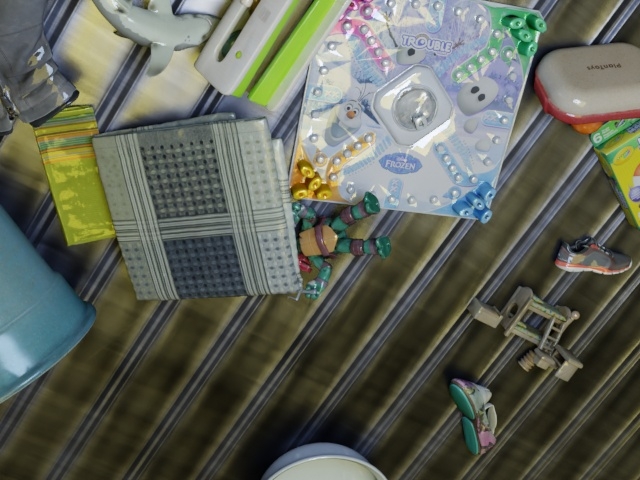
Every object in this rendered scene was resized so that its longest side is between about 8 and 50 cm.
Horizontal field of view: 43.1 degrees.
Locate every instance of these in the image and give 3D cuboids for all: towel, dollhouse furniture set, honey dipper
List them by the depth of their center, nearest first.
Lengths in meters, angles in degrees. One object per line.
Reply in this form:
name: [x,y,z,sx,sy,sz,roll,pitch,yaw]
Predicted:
towel: [-0.406,-0.106,1.358,0.102,0.021,0.237,-10,116,-6]
towel: [-0.200,-0.051,1.359,0.312,0.056,0.324,-4,115,12]
dollhouse furniture set: [0.408,0.163,1.564,0.182,0.161,0.101,25,107,-22]
honey dipper: [0.474,0.205,1.670,0.030,0.030,0.161,39,101,-24]

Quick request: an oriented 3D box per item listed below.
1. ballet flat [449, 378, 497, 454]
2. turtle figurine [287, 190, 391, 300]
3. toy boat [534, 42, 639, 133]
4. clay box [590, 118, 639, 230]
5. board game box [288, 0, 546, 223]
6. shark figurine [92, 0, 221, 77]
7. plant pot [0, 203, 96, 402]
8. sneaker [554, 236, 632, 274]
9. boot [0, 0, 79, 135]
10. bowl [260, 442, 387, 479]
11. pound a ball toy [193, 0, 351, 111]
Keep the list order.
ballet flat: [0.326,0.354,1.692,0.079,0.077,0.222,-31,123,-17]
turtle figurine: [0.000,0.000,1.426,0.234,0.118,0.175,-16,108,24]
toy boat: [0.484,-0.248,1.422,0.231,0.151,0.151,-7,146,-7]
clay box: [0.608,-0.140,1.526,0.127,0.053,0.222,-33,117,4]
board game box: [0.164,-0.228,1.399,0.389,0.050,0.390,6,113,-13]
shark figurine: [-0.302,-0.352,1.228,0.278,0.116,0.166,36,69,-31]
plant pot: [-0.582,0.062,1.250,0.341,0.341,0.334,-27,108,2]
sneaker: [0.540,0.027,1.587,0.157,0.061,0.065,0,108,-12]
boot: [-0.421,-0.298,1.196,0.338,0.118,0.223,-17,121,26]
bowl: [-0.008,0.519,1.660,0.297,0.134,0.298,-4,114,-10]
pound a ball toy: [-0.081,-0.374,1.209,0.208,0.136,0.319,9,121,-54]
